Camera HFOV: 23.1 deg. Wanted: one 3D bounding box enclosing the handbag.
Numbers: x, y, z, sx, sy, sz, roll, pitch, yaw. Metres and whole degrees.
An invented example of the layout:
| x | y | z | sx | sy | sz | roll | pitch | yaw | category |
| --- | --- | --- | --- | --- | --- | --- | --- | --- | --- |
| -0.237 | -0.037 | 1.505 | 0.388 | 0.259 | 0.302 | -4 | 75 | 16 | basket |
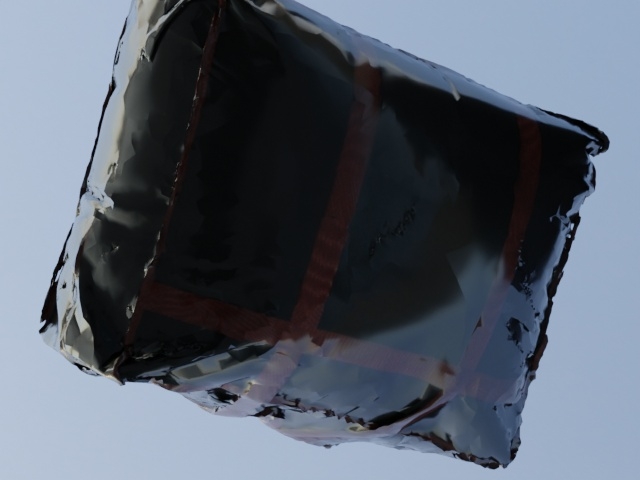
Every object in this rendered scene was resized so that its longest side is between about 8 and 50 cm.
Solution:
| x | y | z | sx | sy | sz | roll | pitch | yaw | category |
| --- | --- | --- | --- | --- | --- | --- | --- | --- | --- |
| 0.000 | 0.000 | 0.663 | 0.155 | 0.215 | 0.169 | 10 | -97 | 61 | handbag |
